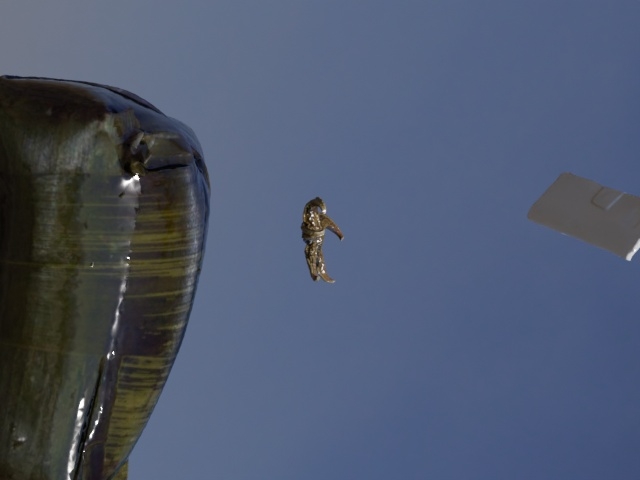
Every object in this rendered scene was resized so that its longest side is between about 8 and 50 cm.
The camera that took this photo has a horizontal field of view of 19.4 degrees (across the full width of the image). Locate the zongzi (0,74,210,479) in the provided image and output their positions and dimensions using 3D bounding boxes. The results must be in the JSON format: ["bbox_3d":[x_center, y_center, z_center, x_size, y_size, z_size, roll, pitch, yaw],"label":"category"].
[{"bbox_3d":[-0.202,0.059,1.790,0.432,0.208,0.403,-3,101,-80],"label":"zongzi"}]

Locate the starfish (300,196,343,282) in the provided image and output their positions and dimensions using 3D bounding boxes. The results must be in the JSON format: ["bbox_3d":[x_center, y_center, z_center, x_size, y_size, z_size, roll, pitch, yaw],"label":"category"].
[{"bbox_3d":[0.000,0.000,1.654,0.078,0.028,0.091,-71,158,-49],"label":"starfish"}]

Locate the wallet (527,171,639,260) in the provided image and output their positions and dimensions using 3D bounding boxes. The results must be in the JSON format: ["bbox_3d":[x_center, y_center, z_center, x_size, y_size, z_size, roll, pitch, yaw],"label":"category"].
[{"bbox_3d":[0.171,-0.015,1.159,0.083,0.011,0.044,23,-117,42],"label":"wallet"}]
